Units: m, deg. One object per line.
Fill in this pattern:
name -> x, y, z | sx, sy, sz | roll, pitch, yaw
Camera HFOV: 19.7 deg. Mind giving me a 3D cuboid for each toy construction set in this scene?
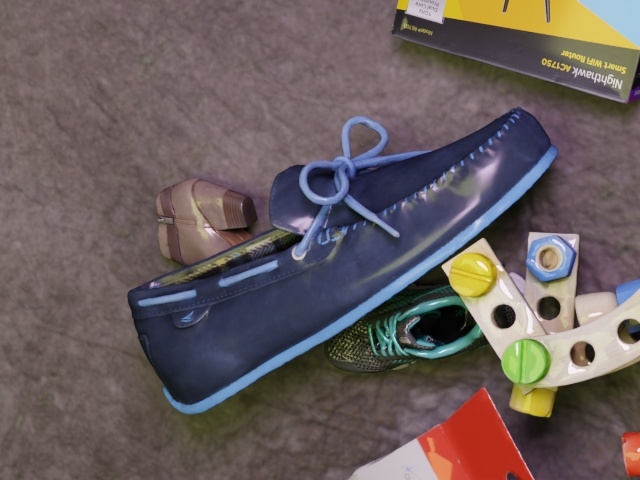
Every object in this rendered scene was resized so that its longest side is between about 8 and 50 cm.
toy construction set -> 0.210, 0.147, 1.208 | 0.215, 0.151, 0.327 | -8, 99, 14

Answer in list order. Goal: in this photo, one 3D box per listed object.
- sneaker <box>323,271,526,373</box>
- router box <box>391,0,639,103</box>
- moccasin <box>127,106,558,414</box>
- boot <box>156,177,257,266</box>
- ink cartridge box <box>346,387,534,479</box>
sneaker -> 0.067, 0.060, 1.314 | 0.166, 0.076, 0.065 | -18, 89, 29
router box -> 0.148, -0.180, 1.248 | 0.179, 0.046, 0.133 | 19, 107, 24
moccasin -> 0.000, 0.000, 1.281 | 0.342, 0.138, 0.117 | -34, 92, 18
boot -> -0.083, 0.010, 1.411 | 0.087, 0.042, 0.118 | 0, 100, 36
ink cartridge box -> 0.093, 0.225, 1.261 | 0.189, 0.066, 0.232 | 62, 159, 14
